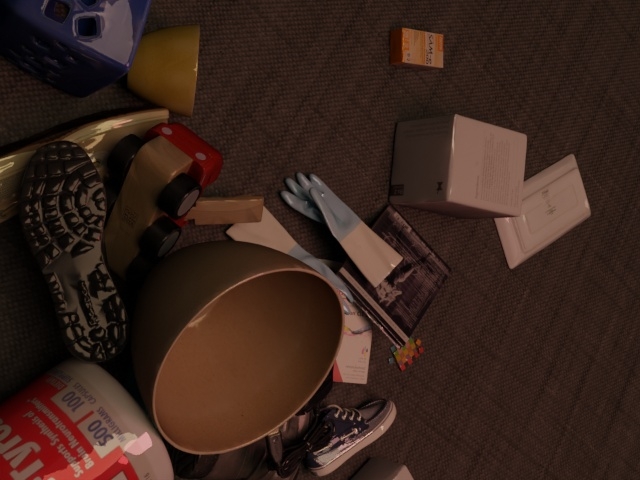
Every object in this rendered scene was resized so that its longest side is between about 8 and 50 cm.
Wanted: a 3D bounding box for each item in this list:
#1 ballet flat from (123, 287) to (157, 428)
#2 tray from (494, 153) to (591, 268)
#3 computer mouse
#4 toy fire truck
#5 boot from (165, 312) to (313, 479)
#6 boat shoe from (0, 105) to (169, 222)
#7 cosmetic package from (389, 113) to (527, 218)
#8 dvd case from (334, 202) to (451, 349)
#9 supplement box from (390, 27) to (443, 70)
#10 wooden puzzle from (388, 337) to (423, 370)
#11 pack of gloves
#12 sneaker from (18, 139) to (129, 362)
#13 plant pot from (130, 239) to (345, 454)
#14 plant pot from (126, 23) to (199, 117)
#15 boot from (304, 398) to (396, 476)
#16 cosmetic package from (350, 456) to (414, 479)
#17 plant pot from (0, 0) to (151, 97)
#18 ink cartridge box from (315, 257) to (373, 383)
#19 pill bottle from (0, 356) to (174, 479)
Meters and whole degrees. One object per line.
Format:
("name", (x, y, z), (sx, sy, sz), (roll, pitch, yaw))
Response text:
("ballet flat", (-0.230, 0.176, 1.402), (0.087, 0.083, 0.247), (11, 85, -50))
("tray", (0.451, -0.062, 1.931), (0.270, 0.030, 0.145), (-29, 105, -33))
("computer mouse", (-0.041, 0.219, 1.443), (0.184, 0.060, 0.262), (-31, 128, -54))
("toy fire truck", (-0.185, -0.063, 1.366), (0.158, 0.217, 0.246), (37, 37, 8))
("boot", (-0.101, 0.215, 1.493), (0.223, 0.118, 0.338), (20, 84, -42))
("boat shoe", (-0.337, -0.105, 1.310), (0.302, 0.109, 0.098), (-26, 110, -28))
("cosmetic package", (0.242, -0.125, 1.703), (0.184, 0.151, 0.151), (10, 83, -37))
("dvd case", (0.125, 0.057, 1.633), (0.164, 0.018, 0.221), (47, 44, -8))
("supplement box", (0.172, -0.340, 1.723), (0.098, 0.036, 0.062), (-1, 91, -37))
("wooden puzzle", (0.151, 0.198, 1.723), (0.083, 0.006, 0.049), (-36, 110, -31))
("pack of gloves", (0.000, 0.000, 1.530), (0.232, 0.046, 0.195), (43, 56, 3))
("sneaker", (-0.325, 0.015, 1.254), (0.107, 0.124, 0.283), (-11, 93, -17))
("plant pot", (-0.137, 0.111, 1.278), (0.284, 0.191, 0.284), (-23, 132, -27))
("plant pot", (-0.227, -0.248, 1.386), (0.095, 0.134, 0.134), (5, 87, -11))
("boot", (0.043, 0.301, 1.604), (0.190, 0.069, 0.086), (-36, 113, -29))
("cosmetic package", (0.106, 0.604, 1.634), (0.284, 0.097, 0.377), (-41, 112, -31))
("plant pot", (-0.343, -0.335, 1.234), (0.212, 0.236, 0.236), (17, 80, -28))
("ink cartridge box", (0.025, 0.131, 1.593), (0.115, 0.067, 0.198), (11, 83, -37))
("pill bottle", (-0.400, 0.343, 1.181), (0.408, 0.229, 0.229), (-37, 111, -31))
